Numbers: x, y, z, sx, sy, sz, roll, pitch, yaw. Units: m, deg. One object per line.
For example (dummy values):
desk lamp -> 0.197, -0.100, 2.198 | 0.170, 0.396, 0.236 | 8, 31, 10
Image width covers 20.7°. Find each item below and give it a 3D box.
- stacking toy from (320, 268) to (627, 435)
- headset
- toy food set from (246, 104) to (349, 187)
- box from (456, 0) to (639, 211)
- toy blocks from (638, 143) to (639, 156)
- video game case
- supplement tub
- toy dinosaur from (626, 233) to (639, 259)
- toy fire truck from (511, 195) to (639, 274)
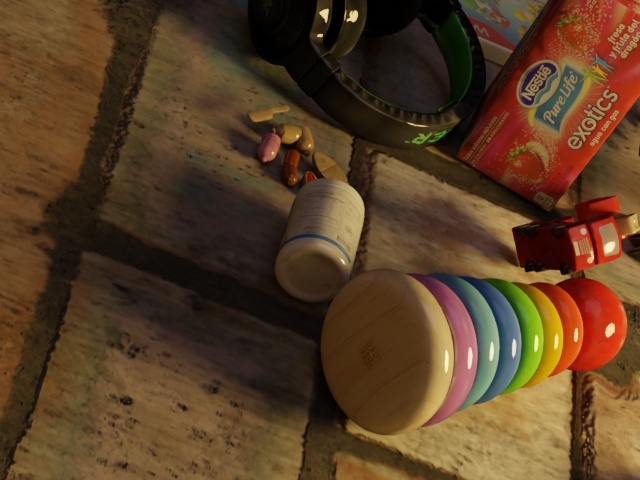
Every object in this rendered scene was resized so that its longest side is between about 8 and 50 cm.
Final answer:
stacking toy -> 0.158, 0.089, 1.584 | 0.330, 0.141, 0.141 | -3, 48, -46
headset -> 0.005, -0.258, 1.887 | 0.243, 0.185, 0.394 | -31, 83, -45
toy food set -> -0.024, -0.078, 1.724 | 0.078, 0.019, 0.122 | -17, 65, -44
box -> 0.263, -0.174, 1.827 | 0.123, 0.257, 0.128 | 31, 37, -3
toy blocks -> 0.538, -0.250, 2.016 | 0.309, 0.260, 0.288 | 5, 29, 10
video game case -> 0.241, -0.294, 2.142 | 0.204, 0.025, 0.285 | 21, 38, -12
supplement tub -> 0.000, 0.000, 1.607 | 0.071, 0.071, 0.107 | 25, 37, -8
toy dinosaur -> 0.446, -0.045, 1.837 | 0.164, 0.218, 0.322 | 11, 41, -25
toy fire truck -> 0.267, -0.007, 1.744 | 0.135, 0.192, 0.047 | -15, 95, -16
